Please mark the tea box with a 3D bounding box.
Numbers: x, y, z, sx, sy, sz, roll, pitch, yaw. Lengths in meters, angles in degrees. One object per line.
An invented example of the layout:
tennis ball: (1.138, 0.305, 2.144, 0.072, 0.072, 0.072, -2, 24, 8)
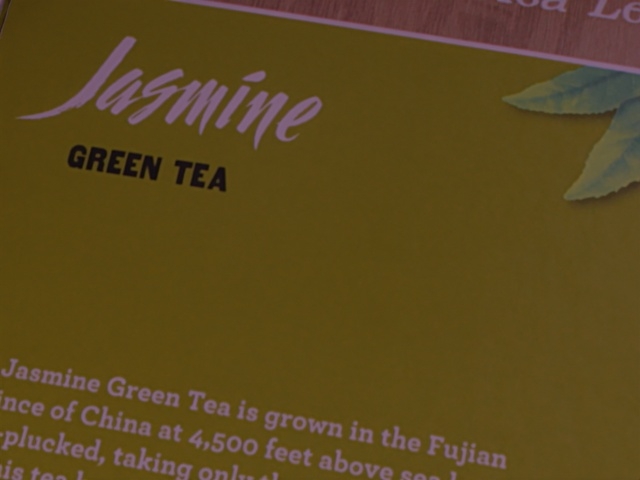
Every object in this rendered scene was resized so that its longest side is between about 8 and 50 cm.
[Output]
tea box: (-0.002, 0.109, 0.477, 0.329, 0.220, 0.323, 84, 17, -69)
